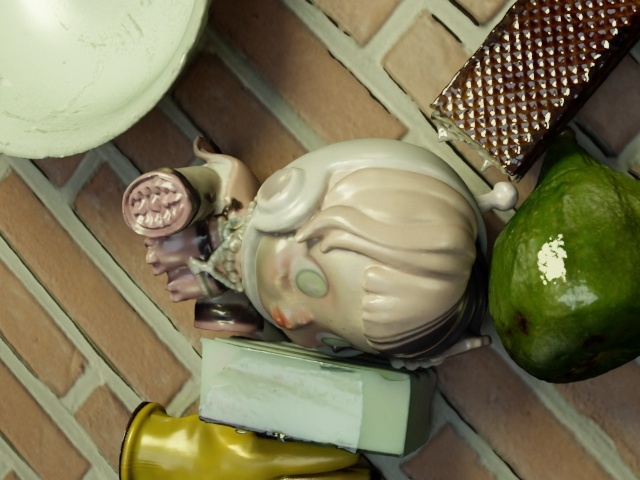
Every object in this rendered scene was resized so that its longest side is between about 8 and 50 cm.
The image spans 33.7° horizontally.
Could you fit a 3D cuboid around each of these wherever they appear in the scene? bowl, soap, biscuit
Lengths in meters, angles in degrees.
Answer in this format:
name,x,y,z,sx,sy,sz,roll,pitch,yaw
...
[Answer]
name,x,y,z,sx,sy,sz,roll,pitch,yaw
bowl,-0.258,-0.308,1.150,0.435,0.196,0.434,4,100,25
soap,-0.007,0.163,1.124,0.231,0.145,0.091,7,90,21
biscuit,0.214,-0.172,0.987,0.106,0.070,0.252,42,96,14

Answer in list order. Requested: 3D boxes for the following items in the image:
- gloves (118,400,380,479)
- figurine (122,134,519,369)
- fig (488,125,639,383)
name,x,y,z,sx,sy,sz,roll,pitch,yaw
gloves,-0.075,0.267,1.224,0.295,0.116,0.133,6,129,15
figurine,-0.004,-0.004,1.061,0.361,0.253,0.211,10,69,28
fig,0.234,-0.002,0.990,0.203,0.203,0.235,-32,63,26
